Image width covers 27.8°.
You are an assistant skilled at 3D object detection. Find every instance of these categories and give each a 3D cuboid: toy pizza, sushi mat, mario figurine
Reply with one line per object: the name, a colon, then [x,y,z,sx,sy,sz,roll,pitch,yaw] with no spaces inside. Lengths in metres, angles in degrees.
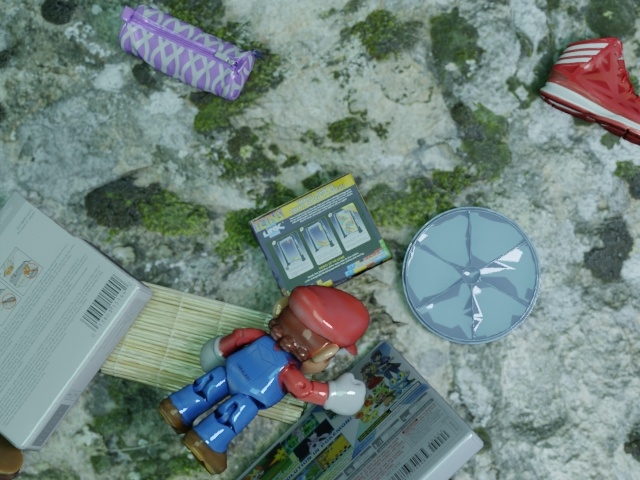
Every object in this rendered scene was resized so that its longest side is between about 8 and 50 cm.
toy pizza: [0.220,0.051,1.890,0.201,0.032,0.201,0,86,4]
sushi mat: [-0.159,0.165,1.922,0.317,0.019,0.151,14,86,6]
mario figurine: [-0.060,0.196,1.838,0.320,0.170,0.198,-37,94,-8]

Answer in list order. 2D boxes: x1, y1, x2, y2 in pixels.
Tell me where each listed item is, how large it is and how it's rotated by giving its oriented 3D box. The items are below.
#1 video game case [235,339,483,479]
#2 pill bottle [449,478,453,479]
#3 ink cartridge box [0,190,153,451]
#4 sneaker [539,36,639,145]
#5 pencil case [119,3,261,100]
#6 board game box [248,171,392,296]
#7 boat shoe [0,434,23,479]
video game case: [0.034,0.314,1.767,0.329,0.300,0.036,-44,119,-1]
pill bottle: [0.152,0.391,1.816,0.229,0.131,0.131,35,89,7]
ink cartridge box: [-0.436,0.118,1.927,0.261,0.066,0.296,36,89,18]
sneaker: [0.440,-0.220,1.866,0.221,0.087,0.128,25,89,6]
pencil case: [-0.199,-0.281,1.928,0.206,0.088,0.086,23,85,8]
board game box: [0.000,0.000,1.906,0.170,0.048,0.141,-26,81,3]
boat shoe: [-0.535,0.298,1.925,0.207,0.073,0.073,33,126,10]
